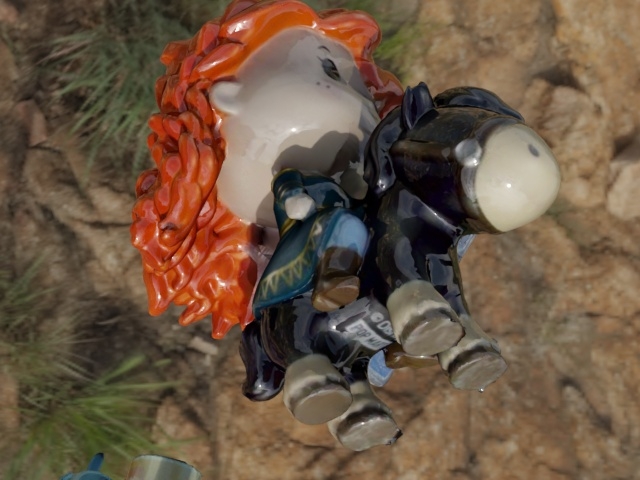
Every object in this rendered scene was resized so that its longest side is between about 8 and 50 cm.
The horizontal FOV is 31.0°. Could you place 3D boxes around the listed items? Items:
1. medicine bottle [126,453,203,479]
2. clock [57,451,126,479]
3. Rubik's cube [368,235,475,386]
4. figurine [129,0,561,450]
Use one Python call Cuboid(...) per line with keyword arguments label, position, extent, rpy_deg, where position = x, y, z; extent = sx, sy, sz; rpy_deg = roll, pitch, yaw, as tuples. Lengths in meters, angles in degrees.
Cuboid(label="medicine bottle", position=(-0.146, 0.283, 0.906), extent=(0.074, 0.074, 0.218), rpy_deg=(29, 56, -28))
Cuboid(label="clock", position=(-0.245, 0.293, 1.247), extent=(0.108, 0.045, 0.147), rpy_deg=(45, 18, -17))
Cuboid(label="Rubik's cube", position=(0.000, 0.000, 1.368), extent=(0.237, 0.238, 0.237), rpy_deg=(38, 76, -32))
Cuboid(label="figurine", position=(0.003, -0.030, 0.904), extent=(0.241, 0.412, 0.306), rpy_deg=(19, 98, -40))
